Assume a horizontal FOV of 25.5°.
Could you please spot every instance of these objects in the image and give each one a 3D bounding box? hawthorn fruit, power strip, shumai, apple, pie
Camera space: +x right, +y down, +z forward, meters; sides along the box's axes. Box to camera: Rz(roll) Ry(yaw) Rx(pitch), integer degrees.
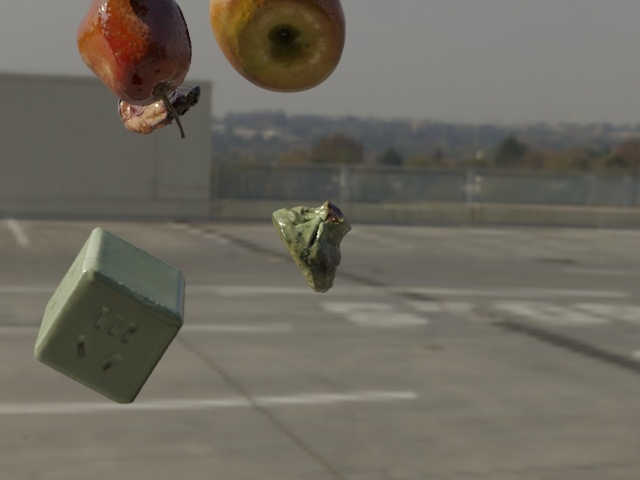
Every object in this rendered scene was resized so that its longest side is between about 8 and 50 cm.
[{"bbox_3d":[-0.237,-0.244,1.906,0.162,0.203,0.163,-23,-29,-14],"label":"hawthorn fruit"},{"bbox_3d":[-0.258,0.081,1.773,0.139,0.140,0.224,29,15,-13],"label":"power strip"},{"bbox_3d":[0.000,0.000,1.821,0.087,0.124,0.099,-30,-7,-4],"label":"shumai"},{"bbox_3d":[-0.069,-0.354,2.275,0.210,0.235,0.173,-16,33,-1],"label":"apple"},{"bbox_3d":[-0.241,-0.194,2.045,0.170,0.092,0.034,7,-26,42],"label":"pie"}]
